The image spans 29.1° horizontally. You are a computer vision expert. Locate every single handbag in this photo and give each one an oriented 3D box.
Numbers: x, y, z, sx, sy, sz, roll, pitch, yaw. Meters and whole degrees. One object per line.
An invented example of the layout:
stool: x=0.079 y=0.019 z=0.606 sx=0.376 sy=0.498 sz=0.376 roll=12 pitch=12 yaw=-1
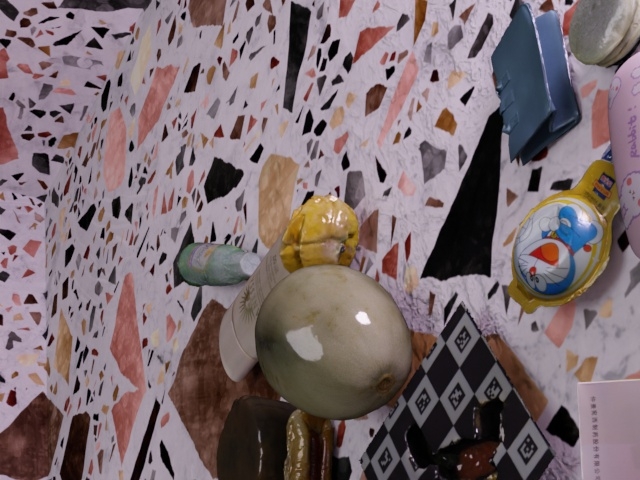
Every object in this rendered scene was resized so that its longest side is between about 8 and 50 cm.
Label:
handbag: x=0.318 y=-0.239 z=1.876 sx=0.144 sy=0.057 sz=0.221 roll=130 pitch=142 yaw=-50

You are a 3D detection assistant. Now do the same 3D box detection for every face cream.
face cream: x=-0.110 y=0.126 z=2.519 sx=0.348 sy=0.081 sz=0.174 roll=-52 pitch=36 yaw=40

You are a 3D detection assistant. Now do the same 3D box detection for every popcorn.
popcorn: x=0.000 y=0.000 z=2.291 sx=0.167 sy=0.148 sz=0.152 roll=-52 pitch=18 yaw=-6

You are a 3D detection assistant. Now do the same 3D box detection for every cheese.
cheese: x=0.351 y=-0.018 z=1.698 sx=0.270 sy=0.069 sz=0.177 roll=-54 pitch=38 yaw=14

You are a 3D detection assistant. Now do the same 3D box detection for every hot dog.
hot dog: x=-0.021 y=0.424 z=2.226 sx=0.073 sy=0.084 sz=0.243 roll=-21 pitch=60 yaw=60

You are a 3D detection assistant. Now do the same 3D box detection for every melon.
melon: x=0.020 y=0.168 z=2.069 sx=0.308 sy=0.271 sz=0.272 roll=-9 pitch=71 yaw=55

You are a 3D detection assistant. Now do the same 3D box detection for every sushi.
sushi: x=0.212 y=0.330 z=1.836 sx=0.343 sy=0.064 sz=0.359 roll=-61 pitch=30 yaw=23

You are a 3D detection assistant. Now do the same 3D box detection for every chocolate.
chocolate: x=-0.219 y=0.053 z=2.748 sx=0.291 sy=0.110 sz=0.110 roll=-2 pitch=78 yaw=60

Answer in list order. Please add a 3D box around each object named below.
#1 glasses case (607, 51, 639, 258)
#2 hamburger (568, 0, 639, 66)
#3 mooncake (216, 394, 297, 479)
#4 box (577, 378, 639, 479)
glasses case: x=0.431 y=-0.109 z=1.574 sx=0.113 sy=0.075 sz=0.297 roll=-36 pitch=47 yaw=49
hamburger: x=0.406 y=-0.309 z=1.723 sx=0.133 sy=0.062 sz=0.140 roll=-117 pitch=44 yaw=-56
mooncake: x=-0.109 y=0.413 z=2.362 sx=0.228 sy=0.124 sz=0.228 roll=-23 pitch=64 yaw=58
box: x=0.390 y=0.287 z=1.404 sx=0.175 sy=0.062 sz=0.261 roll=-7 pitch=70 yaw=23
